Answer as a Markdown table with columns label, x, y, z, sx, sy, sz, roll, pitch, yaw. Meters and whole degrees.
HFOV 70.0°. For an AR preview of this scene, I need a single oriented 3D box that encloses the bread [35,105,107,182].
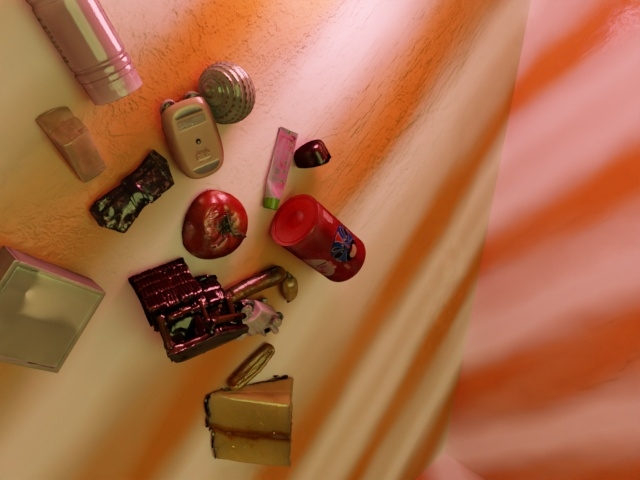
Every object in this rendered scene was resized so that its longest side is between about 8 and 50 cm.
| label | x | y | z | sx | sy | sz | roll | pitch | yaw |
| --- | --- | --- | --- | --- | --- | --- | --- | --- | --- |
| bread | -0.590 | -0.227 | 1.094 | 0.077 | 0.105 | 0.152 | -42 | 163 | -27 |

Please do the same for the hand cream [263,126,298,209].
| label | x | y | z | sx | sy | sz | roll | pitch | yaw |
| --- | --- | --- | --- | --- | --- | --- | --- | --- | --- |
| hand cream | -0.139 | -0.240 | 1.543 | 0.079 | 0.050 | 0.275 | 11 | 92 | -73 |

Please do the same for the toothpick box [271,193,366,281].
| label | x | y | z | sx | sy | sz | roll | pitch | yaw |
| --- | --- | --- | --- | --- | --- | --- | --- | --- | --- |
| toothpick box | 0.000 | 0.000 | 1.658 | 0.333 | 0.204 | 0.204 | 37 | 78 | -46 |

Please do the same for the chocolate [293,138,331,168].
| label | x | y | z | sx | sy | sz | roll | pitch | yaw |
| --- | --- | --- | --- | --- | --- | --- | --- | --- | --- |
| chocolate | -0.033 | -0.306 | 1.588 | 0.148 | 0.125 | 0.080 | -69 | 146 | -62 |

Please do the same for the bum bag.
| label | x | y | z | sx | sy | sz | roll | pitch | yaw |
| --- | --- | --- | --- | --- | --- | --- | --- | --- | --- |
| bum bag | -0.486 | -0.124 | 1.205 | 0.102 | 0.069 | 0.248 | 42 | 72 | -8 |

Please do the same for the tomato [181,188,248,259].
| label | x | y | z | sx | sy | sz | roll | pitch | yaw |
| --- | --- | --- | --- | --- | --- | --- | --- | --- | --- |
| tomato | -0.309 | -0.041 | 1.402 | 0.228 | 0.101 | 0.227 | -16 | 113 | -42 |

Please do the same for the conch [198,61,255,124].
| label | x | y | z | sx | sy | sz | roll | pitch | yaw |
| --- | --- | --- | --- | --- | --- | --- | --- | --- | --- |
| conch | -0.247 | -0.414 | 1.292 | 0.200 | 0.131 | 0.172 | -19 | 118 | -39 |

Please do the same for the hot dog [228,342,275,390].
| label | x | y | z | sx | sy | sz | roll | pitch | yaw |
| --- | --- | --- | --- | --- | --- | --- | --- | --- | --- |
| hot dog | -0.252 | 0.471 | 1.696 | 0.216 | 0.066 | 0.047 | -45 | 175 | -26 |

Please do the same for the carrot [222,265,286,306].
| label | x | y | z | sx | sy | sz | roll | pitch | yaw |
| --- | --- | --- | --- | --- | --- | --- | --- | --- | --- |
| carrot | -0.231 | 0.157 | 1.579 | 0.260 | 0.070 | 0.070 | -25 | 122 | -37 |

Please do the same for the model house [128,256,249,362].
| label | x | y | z | sx | sy | sz | roll | pitch | yaw |
| --- | --- | --- | --- | --- | --- | --- | --- | --- | --- |
| model house | -0.368 | 0.173 | 1.324 | 0.317 | 0.297 | 0.282 | -19 | 75 | -35 |

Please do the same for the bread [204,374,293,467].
| label | x | y | z | sx | sy | sz | roll | pitch | yaw |
| --- | --- | --- | --- | --- | --- | --- | --- | --- | --- |
| bread | -0.267 | 0.699 | 1.793 | 0.405 | 0.242 | 0.345 | 10 | 104 | -14 |

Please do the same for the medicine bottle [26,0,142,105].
| label | x | y | z | sx | sy | sz | roll | pitch | yaw |
| --- | --- | --- | --- | --- | --- | --- | --- | --- | --- |
| medicine bottle | -0.513 | -0.439 | 1.007 | 0.133 | 0.133 | 0.249 | -43 | 131 | -26 |

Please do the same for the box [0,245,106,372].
| label | x | y | z | sx | sy | sz | roll | pitch | yaw |
| --- | --- | --- | --- | --- | --- | --- | --- | --- | --- |
| box | -0.686 | 0.167 | 1.082 | 0.225 | 0.117 | 0.224 | 37 | 79 | -47 |

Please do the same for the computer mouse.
| label | x | y | z | sx | sy | sz | roll | pitch | yaw |
| --- | --- | --- | --- | --- | --- | --- | --- | --- | --- |
| computer mouse | -0.352 | -0.285 | 1.263 | 0.145 | 0.082 | 0.236 | -30 | 130 | -20 |

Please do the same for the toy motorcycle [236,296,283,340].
| label | x | y | z | sx | sy | sz | roll | pitch | yaw |
| --- | --- | --- | --- | --- | --- | --- | --- | --- | --- |
| toy motorcycle | -0.241 | 0.286 | 1.606 | 0.171 | 0.110 | 0.260 | -44 | 146 | 5 |

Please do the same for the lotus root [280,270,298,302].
| label | x | y | z | sx | sy | sz | roll | pitch | yaw |
| --- | --- | --- | --- | --- | --- | --- | --- | --- | --- |
| lotus root | -0.115 | 0.170 | 1.705 | 0.072 | 0.063 | 0.151 | -59 | 152 | -48 |
